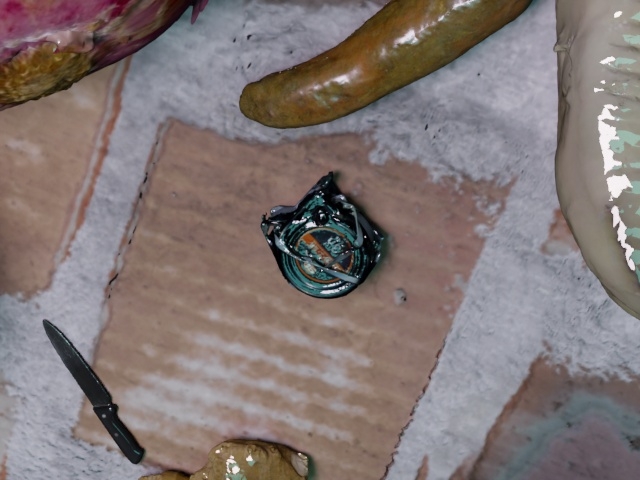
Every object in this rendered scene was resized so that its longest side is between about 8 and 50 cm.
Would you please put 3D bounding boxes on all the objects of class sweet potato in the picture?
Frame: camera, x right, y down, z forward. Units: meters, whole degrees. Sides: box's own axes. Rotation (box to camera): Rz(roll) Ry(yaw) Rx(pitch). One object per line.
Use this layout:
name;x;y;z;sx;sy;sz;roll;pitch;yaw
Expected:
sweet potato;0.056;-0.152;0.951;0.273;0.075;0.075;-30;110;21

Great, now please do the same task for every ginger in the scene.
ginger;-0.093;0.223;1.139;0.165;0.067;0.096;-6;136;7

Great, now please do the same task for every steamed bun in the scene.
steamed bun;0.302;-0.091;0.889;0.310;0.219;0.324;-14;90;-6

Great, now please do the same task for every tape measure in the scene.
tape measure;0.000;0.002;1.034;0.091;0.054;0.094;-31;104;18

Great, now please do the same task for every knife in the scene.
knife;-0.210;0.141;1.139;0.023;0.010;0.170;-25;110;15

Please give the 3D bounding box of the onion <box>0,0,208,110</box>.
onion;-0.246;-0.225;0.780;0.358;0.358;0.345;-37;103;19
